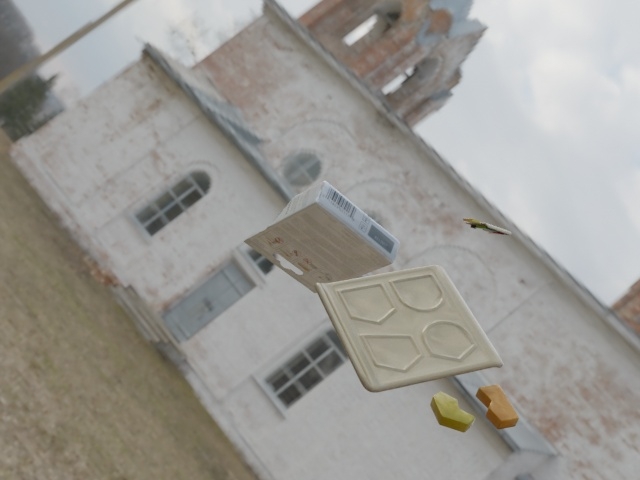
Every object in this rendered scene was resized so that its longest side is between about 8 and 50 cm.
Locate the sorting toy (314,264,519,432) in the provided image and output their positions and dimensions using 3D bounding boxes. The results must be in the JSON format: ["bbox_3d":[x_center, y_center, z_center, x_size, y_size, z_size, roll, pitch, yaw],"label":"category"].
[{"bbox_3d":[0.141,0.159,1.363,0.307,0.229,0.041,-117,-150,-43],"label":"sorting toy"}]

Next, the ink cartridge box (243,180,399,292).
[{"bbox_3d":[0.000,0.000,1.733,0.189,0.066,0.232,38,-32,-22],"label":"ink cartridge box"}]

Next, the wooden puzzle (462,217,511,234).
[{"bbox_3d":[0.329,-0.024,1.886,0.116,0.014,0.078,16,-1,-24],"label":"wooden puzzle"}]
